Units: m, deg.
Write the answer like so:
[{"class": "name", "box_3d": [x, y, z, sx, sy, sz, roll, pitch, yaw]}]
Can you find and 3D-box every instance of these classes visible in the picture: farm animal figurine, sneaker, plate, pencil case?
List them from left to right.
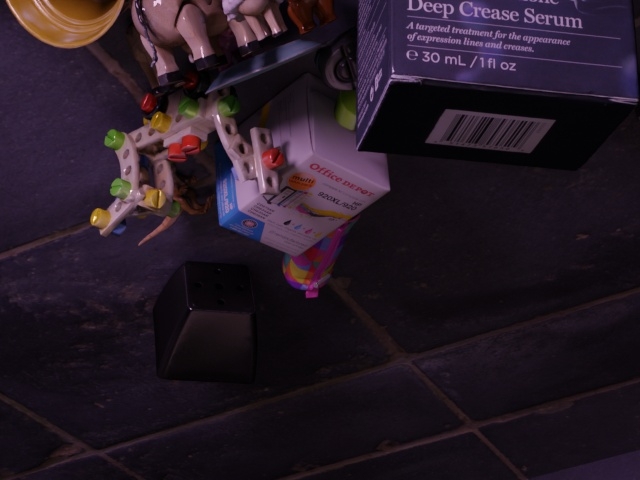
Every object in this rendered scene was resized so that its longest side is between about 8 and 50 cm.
[{"class": "farm animal figurine", "box_3d": [-0.164, -0.316, 1.819, 0.330, 0.172, 0.327, -20, -174, 21]}, {"class": "plate", "box_3d": [-0.082, -0.254, 1.923, 0.188, 0.024, 0.188, -21, -174, 2]}, {"class": "pencil case", "box_3d": [0.000, 0.000, 2.402, 0.104, 0.104, 0.236, 3, 145, -13]}, {"class": "sneaker", "box_3d": [0.113, -0.304, 1.971, 0.267, 0.106, 0.101, -20, 114, -9]}]

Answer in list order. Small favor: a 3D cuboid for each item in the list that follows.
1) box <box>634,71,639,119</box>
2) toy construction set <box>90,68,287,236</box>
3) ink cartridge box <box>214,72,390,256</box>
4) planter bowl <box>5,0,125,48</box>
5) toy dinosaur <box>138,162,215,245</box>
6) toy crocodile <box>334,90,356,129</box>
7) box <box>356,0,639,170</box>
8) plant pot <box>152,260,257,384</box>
[{"class": "box", "box_3d": [0.541, -0.239, 2.158, 0.083, 0.052, 0.062, -14, 146, 14]}, {"class": "toy construction set", "box_3d": [-0.206, -0.132, 2.052, 0.328, 0.215, 0.151, -11, 152, 29]}, {"class": "ink cartridge box", "box_3d": [-0.030, -0.117, 2.153, 0.171, 0.168, 0.233, 24, 136, -35]}, {"class": "planter bowl", "box_3d": [-0.314, -0.365, 1.766, 0.217, 0.217, 0.090, -30, 177, 32]}, {"class": "toy dinosaur", "box_3d": [-0.245, -0.067, 2.313, 0.112, 0.064, 0.211, 15, 136, 2]}, {"class": "toy crocodile", "box_3d": [0.182, -0.206, 2.108, 0.341, 0.105, 0.115, 10, 144, -23]}, {"class": "box", "box_3d": [0.205, -0.312, 1.642, 0.294, 0.395, 0.212, 4, 159, -9]}, {"class": "plant pot", "box_3d": [-0.206, 0.144, 2.526, 0.187, 0.188, 0.167, 5, 134, -15]}]
